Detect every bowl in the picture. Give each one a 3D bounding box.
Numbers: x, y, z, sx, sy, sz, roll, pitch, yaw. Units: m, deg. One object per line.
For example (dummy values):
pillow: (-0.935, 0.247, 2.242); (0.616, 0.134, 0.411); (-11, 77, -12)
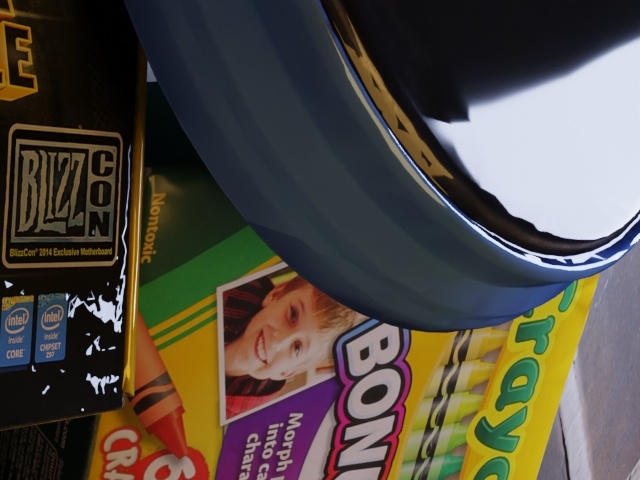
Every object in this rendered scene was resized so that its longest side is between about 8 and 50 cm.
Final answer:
bowl: (0.052, -0.155, 0.837); (0.391, 0.077, 0.391); (22, 61, -49)

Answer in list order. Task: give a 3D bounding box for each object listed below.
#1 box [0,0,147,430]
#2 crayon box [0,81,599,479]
box: (-0.175, -0.056, 0.645); (0.322, 0.079, 0.257); (-1, 96, -63)
crayon box: (-0.015, 0.094, 1.024); (0.313, 0.106, 0.363); (-5, 120, -35)
